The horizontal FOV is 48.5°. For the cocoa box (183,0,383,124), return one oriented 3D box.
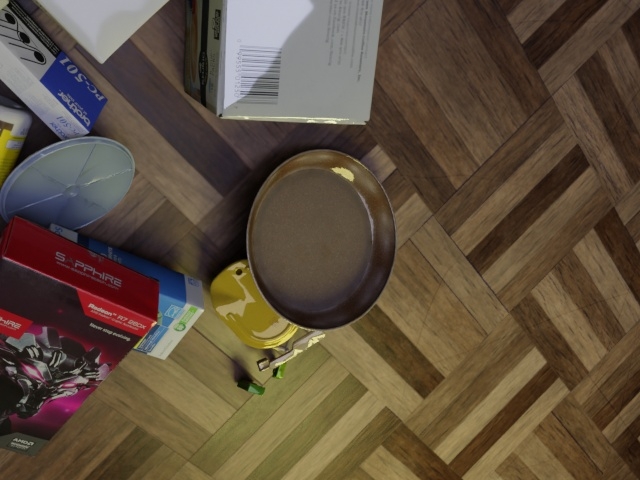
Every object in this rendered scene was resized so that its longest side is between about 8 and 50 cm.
[{"bbox_3d":[-0.057,-0.358,1.004,0.231,0.228,0.347,-3,111,-23],"label":"cocoa box"}]

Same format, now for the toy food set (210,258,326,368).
[{"bbox_3d":[-0.104,0.116,1.257,0.128,0.071,0.218,-38,113,-2],"label":"toy food set"}]

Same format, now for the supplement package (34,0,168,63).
[{"bbox_3d":[-0.287,-0.352,0.862,0.175,0.293,0.177,-45,120,-3],"label":"supplement package"}]

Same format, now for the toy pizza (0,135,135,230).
[{"bbox_3d":[-0.369,-0.083,1.037,0.201,0.032,0.201,-30,156,-15],"label":"toy pizza"}]

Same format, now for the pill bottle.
[{"bbox_3d":[-0.487,-0.098,0.971,0.117,0.117,0.215,20,100,-30],"label":"pill bottle"}]

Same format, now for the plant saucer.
[{"bbox_3d":[0.000,0.000,1.229,0.310,0.050,0.311,0,90,-33],"label":"plant saucer"}]

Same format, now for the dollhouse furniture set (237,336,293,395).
[{"bbox_3d":[-0.103,0.210,1.326,0.076,0.058,0.152,21,81,-22],"label":"dollhouse furniture set"}]

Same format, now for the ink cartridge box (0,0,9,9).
[{"bbox_3d":[-0.523,-0.256,0.785,0.273,0.197,0.114,-40,77,2],"label":"ink cartridge box"}]

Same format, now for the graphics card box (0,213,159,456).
[{"bbox_3d":[-0.433,0.157,1.040,0.232,0.094,0.371,30,118,-32],"label":"graphics card box"}]

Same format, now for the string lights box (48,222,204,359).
[{"bbox_3d":[-0.330,0.086,1.120,0.259,0.077,0.133,24,119,-30],"label":"string lights box"}]

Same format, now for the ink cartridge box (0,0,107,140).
[{"bbox_3d":[-0.390,-0.238,0.970,0.046,0.097,0.207,-26,123,22],"label":"ink cartridge box"}]
